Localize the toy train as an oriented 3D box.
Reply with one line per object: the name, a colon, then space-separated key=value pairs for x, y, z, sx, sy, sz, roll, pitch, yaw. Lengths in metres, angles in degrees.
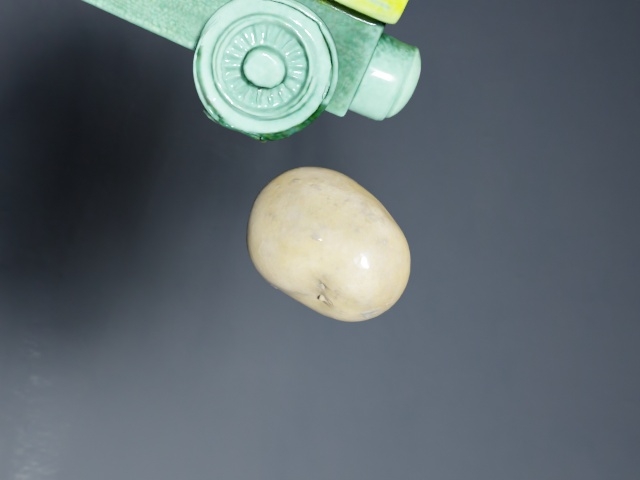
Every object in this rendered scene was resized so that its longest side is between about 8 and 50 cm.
toy train: x=-0.104 y=-0.258 z=0.765 sx=0.179 sy=0.442 sz=0.272 roll=-84 pitch=-162 yaw=-72

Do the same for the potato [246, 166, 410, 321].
potato: x=0.002 y=0.000 z=0.792 sx=0.112 sy=0.147 sz=0.112 roll=-27 pitch=133 yaw=-34
